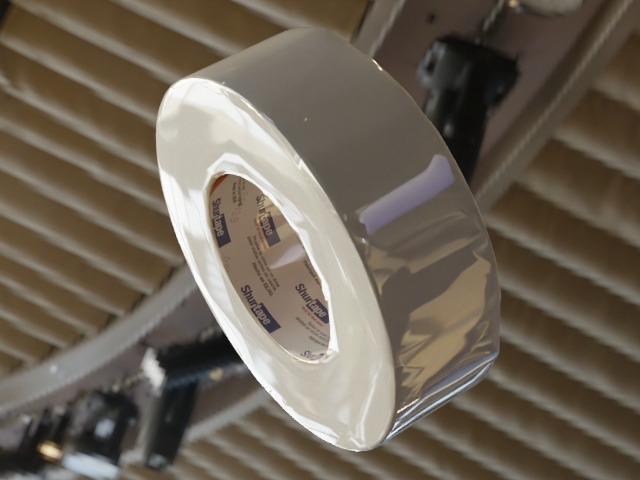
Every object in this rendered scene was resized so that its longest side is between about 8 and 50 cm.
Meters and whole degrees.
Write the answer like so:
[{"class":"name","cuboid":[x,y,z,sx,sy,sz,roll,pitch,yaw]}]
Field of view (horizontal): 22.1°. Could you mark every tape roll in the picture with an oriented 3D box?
[{"class":"tape roll","cuboid":[0.000,0.000,0.876,0.219,0.072,0.219,43,-30,33]}]
